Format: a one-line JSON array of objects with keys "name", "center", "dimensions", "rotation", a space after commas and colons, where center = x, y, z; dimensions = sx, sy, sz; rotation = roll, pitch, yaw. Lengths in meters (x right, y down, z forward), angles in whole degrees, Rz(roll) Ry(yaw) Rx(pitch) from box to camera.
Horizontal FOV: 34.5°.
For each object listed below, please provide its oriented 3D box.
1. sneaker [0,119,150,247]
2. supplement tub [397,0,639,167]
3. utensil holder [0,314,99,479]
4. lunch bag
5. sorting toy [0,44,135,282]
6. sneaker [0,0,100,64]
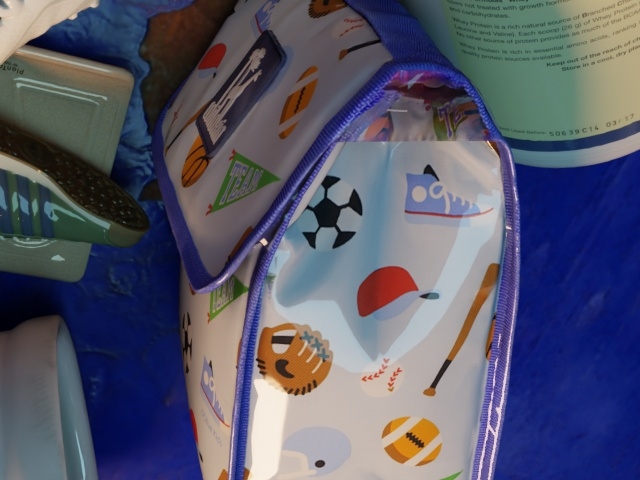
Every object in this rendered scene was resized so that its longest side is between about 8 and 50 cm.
[{"name": "sneaker", "center": [-0.236, -0.032, 0.806], "dimensions": [0.192, 0.064, 0.086], "rotation": [31, 116, -29]}, {"name": "supplement tub", "center": [0.155, -0.228, 0.708], "dimensions": [0.235, 0.235, 0.325], "rotation": [-30, 143, 0]}, {"name": "utensil holder", "center": [-0.370, 0.249, 0.801], "dimensions": [0.386, 0.327, 0.327], "rotation": [-9, 118, -9]}, {"name": "lunch bag", "center": [0.000, 0.000, 0.778], "dimensions": [0.239, 0.328, 0.385], "rotation": [-1, 118, -15]}, {"name": "sorting toy", "center": [-0.267, -0.068, 0.832], "dimensions": [0.193, 0.038, 0.208], "rotation": [11, 117, -21]}, {"name": "sneaker", "center": [-0.158, -0.215, 0.740], "dimensions": [0.292, 0.110, 0.118], "rotation": [-47, 134, 0]}]
